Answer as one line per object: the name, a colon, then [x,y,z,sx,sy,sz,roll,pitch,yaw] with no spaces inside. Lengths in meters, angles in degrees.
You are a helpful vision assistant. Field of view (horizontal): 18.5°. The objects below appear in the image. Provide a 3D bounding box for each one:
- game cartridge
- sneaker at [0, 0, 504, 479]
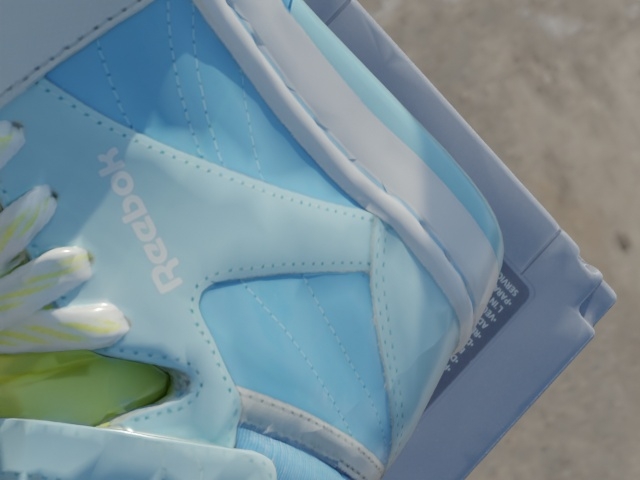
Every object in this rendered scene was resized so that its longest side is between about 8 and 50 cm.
game cartridge: [0.000,0.000,1.033,0.198,0.062,0.297,-45,110,-4]
sneaker: [-0.083,0.010,0.529,0.319,0.127,0.208,38,60,-32]
